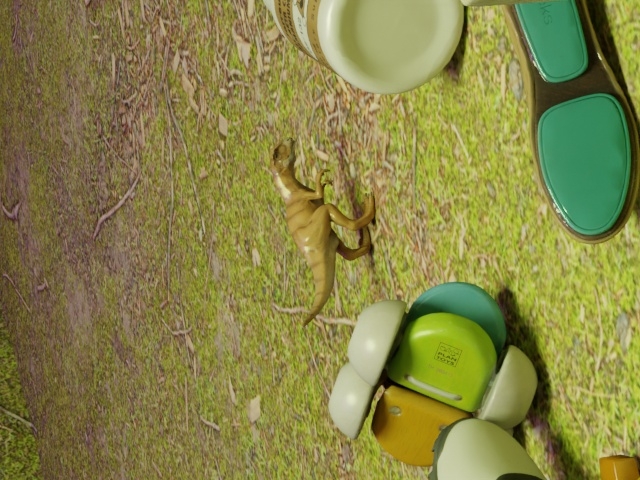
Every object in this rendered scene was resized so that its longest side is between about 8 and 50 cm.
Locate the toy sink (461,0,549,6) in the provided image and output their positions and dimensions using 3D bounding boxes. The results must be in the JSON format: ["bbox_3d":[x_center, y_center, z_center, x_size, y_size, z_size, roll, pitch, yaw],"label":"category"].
[{"bbox_3d":[0.192,-0.244,1.278,0.234,0.153,0.131,145,117,-67],"label":"toy sink"}]

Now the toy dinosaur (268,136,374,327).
[{"bbox_3d":[0.000,0.000,1.953,0.064,0.112,0.211,116,142,-56],"label":"toy dinosaur"}]

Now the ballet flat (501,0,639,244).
[{"bbox_3d":[0.190,-0.103,1.476,0.073,0.080,0.232,51,-151,-73],"label":"ballet flat"}]

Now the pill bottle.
[{"bbox_3d":[0.026,-0.219,1.780,0.229,0.131,0.131,-139,46,-63],"label":"pill bottle"}]

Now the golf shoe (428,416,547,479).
[{"bbox_3d":[0.173,0.223,1.513,0.273,0.105,0.120,64,142,42],"label":"golf shoe"}]

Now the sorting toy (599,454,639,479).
[{"bbox_3d":[0.265,0.313,1.430,0.229,0.041,0.307,178,85,-75],"label":"sorting toy"}]

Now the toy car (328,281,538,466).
[{"bbox_3d":[0.103,0.108,1.694,0.182,0.159,0.136,106,-173,-49],"label":"toy car"}]
